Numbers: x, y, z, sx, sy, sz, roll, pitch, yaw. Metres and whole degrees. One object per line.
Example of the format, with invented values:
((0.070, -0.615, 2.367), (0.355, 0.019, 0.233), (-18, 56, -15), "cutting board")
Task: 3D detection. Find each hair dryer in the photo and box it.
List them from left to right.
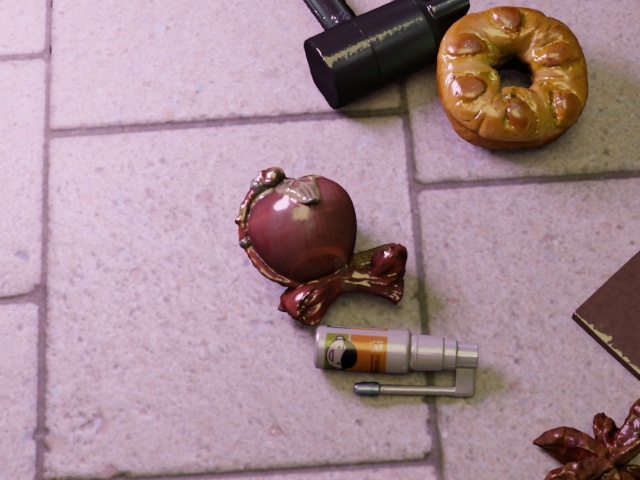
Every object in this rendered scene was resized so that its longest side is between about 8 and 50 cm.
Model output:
((0.062, -0.362, 2.134), (0.244, 0.116, 0.302), (-26, 61, -12), "hair dryer")

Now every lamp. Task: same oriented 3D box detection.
((-0.002, -0.005, 1.957), (0.215, 0.151, 0.223), (-20, 107, -4), "lamp")

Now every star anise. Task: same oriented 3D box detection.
((0.370, 0.297, 1.826), (0.196, 0.111, 0.212), (3, 73, 11), "star anise")

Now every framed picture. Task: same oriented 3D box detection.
((0.450, 0.092, 1.953), (0.168, 0.023, 0.128), (-41, 71, -15), "framed picture")

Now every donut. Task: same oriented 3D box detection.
((0.274, -0.232, 2.041), (0.226, 0.114, 0.227), (1, 73, -3), "donut")

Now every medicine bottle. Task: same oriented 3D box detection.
((0.102, 0.165, 1.917), (0.220, 0.061, 0.092), (3, 90, 3), "medicine bottle")
